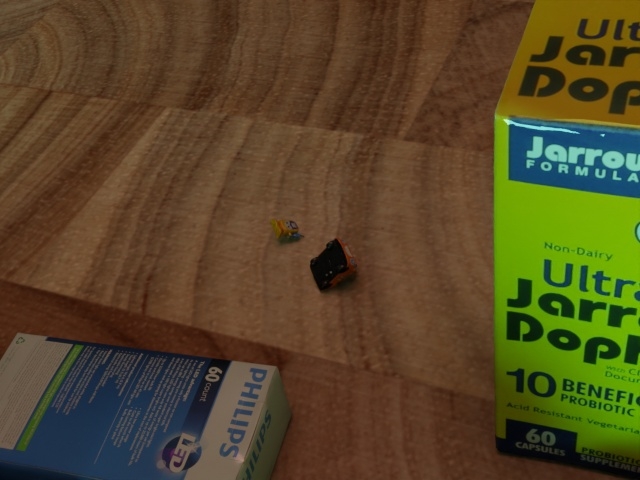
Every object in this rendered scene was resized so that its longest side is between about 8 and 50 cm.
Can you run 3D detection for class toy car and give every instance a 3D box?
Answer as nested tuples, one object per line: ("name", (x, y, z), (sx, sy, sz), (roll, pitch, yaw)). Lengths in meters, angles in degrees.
("toy car", (0.000, 0.000, 0.928), (0.040, 0.060, 0.122), (-2, 41, -39))

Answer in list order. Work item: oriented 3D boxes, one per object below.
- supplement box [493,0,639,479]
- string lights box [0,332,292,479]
("supplement box", (0.242, 0.002, 0.656), (0.194, 0.357, 0.195), (8, 47, 20))
("string lights box", (-0.170, 0.165, 0.773), (0.259, 0.077, 0.133), (6, 46, 17))
